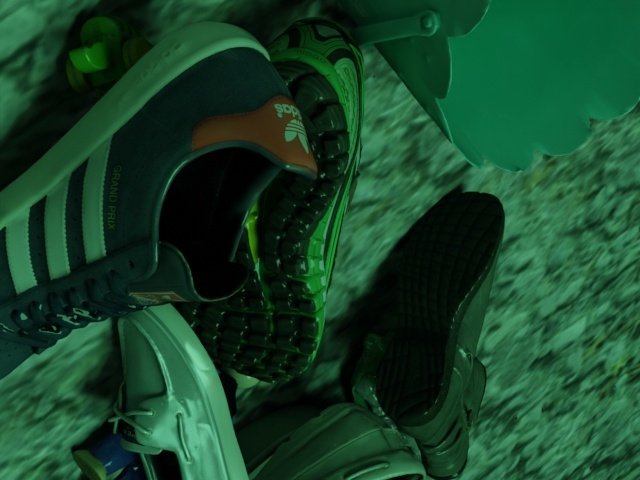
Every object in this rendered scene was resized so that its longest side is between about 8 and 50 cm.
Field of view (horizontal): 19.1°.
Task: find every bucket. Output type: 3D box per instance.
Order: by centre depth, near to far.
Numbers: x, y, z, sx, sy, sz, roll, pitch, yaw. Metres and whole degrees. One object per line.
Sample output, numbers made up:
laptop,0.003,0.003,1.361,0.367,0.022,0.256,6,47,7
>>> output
bucket,0.151,-0.208,1.468,0.281,0.183,0.281,-27,147,-20

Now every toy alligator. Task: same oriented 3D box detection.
toy alligator,-0.129,-0.122,1.363,0.189,0.056,0.051,28,53,-63

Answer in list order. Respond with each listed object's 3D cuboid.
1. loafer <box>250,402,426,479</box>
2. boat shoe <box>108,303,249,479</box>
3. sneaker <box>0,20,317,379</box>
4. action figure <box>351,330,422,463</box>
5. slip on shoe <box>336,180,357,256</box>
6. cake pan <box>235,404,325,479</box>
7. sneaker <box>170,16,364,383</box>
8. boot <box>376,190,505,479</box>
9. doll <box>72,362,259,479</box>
loafer,-0.044,0.270,1.656,0.319,0.111,0.112,-42,143,-19
boat shoe,-0.123,0.146,1.530,0.081,0.079,0.227,-35,121,-31
sneaker,-0.143,0.014,1.320,0.350,0.148,0.131,-46,153,20
action figure,0.082,0.151,1.856,0.137,0.063,0.232,-50,146,-12
slip on shoe,0.000,0.000,1.633,0.051,0.041,0.135,20,104,-56
cake pan,-0.054,0.277,1.804,0.293,0.054,0.293,-32,141,-31
sneaker,-0.026,-0.022,1.502,0.146,0.134,0.343,-59,171,-47
boot,0.122,0.090,1.789,0.161,0.083,0.246,56,49,-59
doll,-0.120,0.150,1.613,0.189,0.046,0.129,-36,129,-27
